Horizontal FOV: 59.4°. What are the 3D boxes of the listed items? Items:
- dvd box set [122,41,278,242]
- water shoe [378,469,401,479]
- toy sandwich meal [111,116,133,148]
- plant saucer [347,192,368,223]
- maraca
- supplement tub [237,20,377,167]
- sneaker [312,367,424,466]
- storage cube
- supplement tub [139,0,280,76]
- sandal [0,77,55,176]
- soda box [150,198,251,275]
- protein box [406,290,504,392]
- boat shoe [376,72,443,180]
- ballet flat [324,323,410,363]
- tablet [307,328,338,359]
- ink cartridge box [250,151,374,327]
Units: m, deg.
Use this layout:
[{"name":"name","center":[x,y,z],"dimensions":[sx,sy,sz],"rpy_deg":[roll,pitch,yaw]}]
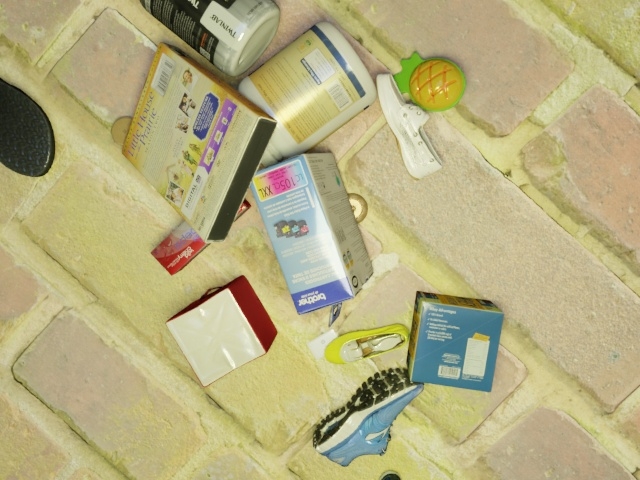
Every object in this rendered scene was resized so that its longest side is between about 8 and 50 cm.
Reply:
[{"name":"dvd box set","center":[-0.298,-0.233,1.291],"dimensions":[0.420,0.062,0.307],"rpy_deg":[40,114,33]},{"name":"water shoe","center":[0.154,0.712,1.492],"dimensions":[0.073,0.080,0.203],"rpy_deg":[20,96,2]},{"name":"toy sandwich meal","center":[-0.503,-0.278,1.460],"dimensions":[0.086,0.029,0.085],"rpy_deg":[0,90,4]},{"name":"plant saucer","center":[0.081,-0.081,1.450],"dimensions":[0.084,0.015,0.083],"rpy_deg":[0,95,3]},{"name":"maraca","center":[0.265,-0.387,1.372],"dimensions":[0.186,0.099,0.127],"rpy_deg":[31,100,25]},{"name":"supplement tub","center":[-0.051,-0.334,1.325],"dimensions":[0.316,0.228,0.228],"rpy_deg":[-35,93,6]},{"name":"sneaker","center":[0.141,0.465,1.462],"dimensions":[0.330,0.129,0.147],"rpy_deg":[-40,107,9]},{"name":"storage cube","center":[-0.239,0.222,1.411],"dimensions":[0.184,0.193,0.214],"rpy_deg":[-29,92,6]},{"name":"supplement tub","center":[-0.279,-0.567,1.327],"dimensions":[0.338,0.207,0.207],"rpy_deg":[38,97,-1]},{"name":"sandal","center":[-0.814,-0.337,1.445],"dimensions":[0.446,0.107,0.167],"rpy_deg":[45,98,11]},{"name":"soda box","center":[-0.304,-0.029,1.439],"dimensions":[0.263,0.092,0.083],"rpy_deg":[-42,93,6]},{"name":"protein box","center":[0.331,0.248,1.408],"dimensions":[0.200,0.136,0.201],"rpy_deg":[8,96,3]},{"name":"boat shoe","center":[0.223,-0.289,1.371],"dimensions":[0.096,0.098,0.277],"rpy_deg":[-19,104,28]},{"name":"ballet flat","center":[0.120,0.272,1.448],"dimensions":[0.231,0.077,0.077],"rpy_deg":[-16,100,3]},{"name":"tablet","center":[0.012,0.276,1.495],"dimensions":[0.083,0.006,0.054],"rpy_deg":[-32,93,5]},{"name":"ink cartridge box","center":[0.000,0.000,1.329],"dimensions":[0.151,0.270,0.395],"rpy_deg":[-20,94,17]}]
